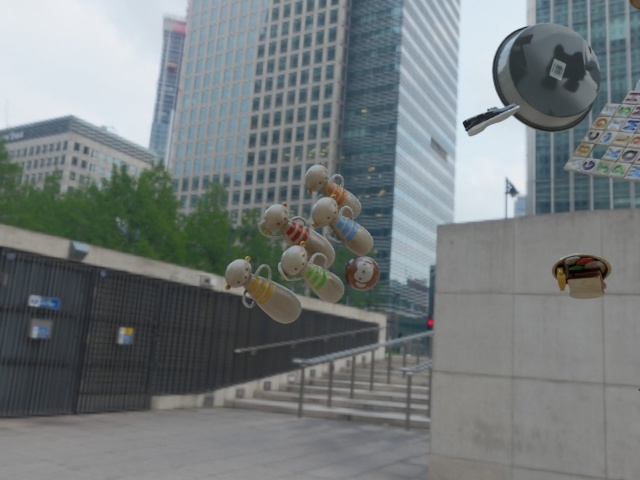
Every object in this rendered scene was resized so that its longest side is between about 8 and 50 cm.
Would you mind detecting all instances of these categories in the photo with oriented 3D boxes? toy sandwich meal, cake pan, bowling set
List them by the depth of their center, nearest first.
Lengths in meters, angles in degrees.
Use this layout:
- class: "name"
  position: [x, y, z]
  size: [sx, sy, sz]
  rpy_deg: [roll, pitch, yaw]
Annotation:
- class: "toy sandwich meal"
  position: [0.366, 0.050, 0.839]
  size: [0.085, 0.029, 0.086]
  rpy_deg: [8, -36, 6]
- class: "bowling set"
  position: [0.000, 0.000, 0.963]
  size: [0.154, 0.287, 0.200]
  rpy_deg: [40, -20, -30]
- class: "cake pan"
  position: [0.579, -0.420, 1.511]
  size: [0.293, 0.293, 0.054]
  rpy_deg: [6, -11, -10]

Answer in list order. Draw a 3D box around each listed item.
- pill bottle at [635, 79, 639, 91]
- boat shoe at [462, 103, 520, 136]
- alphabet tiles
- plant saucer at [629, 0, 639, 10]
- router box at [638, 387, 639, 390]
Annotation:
- class: "pill bottle"
  position: [0.937, -0.396, 1.569]
  size: [0.221, 0.121, 0.121]
  rpy_deg: [-12, -2, -30]
- class: "boat shoe"
  position: [0.370, -0.270, 1.300]
  size: [0.125, 0.038, 0.046]
  rpy_deg: [-27, -15, 9]
- class: "alphabet tiles"
  position: [0.692, -0.242, 1.353]
  size: [0.009, 0.237, 0.198]
  rpy_deg: [38, -6, -31]
- class: "plant saucer"
  position: [0.812, -0.614, 1.490]
  size: [0.083, 0.083, 0.015]
  rpy_deg: [0, 12, 21]
- class: "router box"
  position: [0.812, 0.395, 1.332]
  size: [0.133, 0.179, 0.046]
  rpy_deg: [19, -62, -38]
